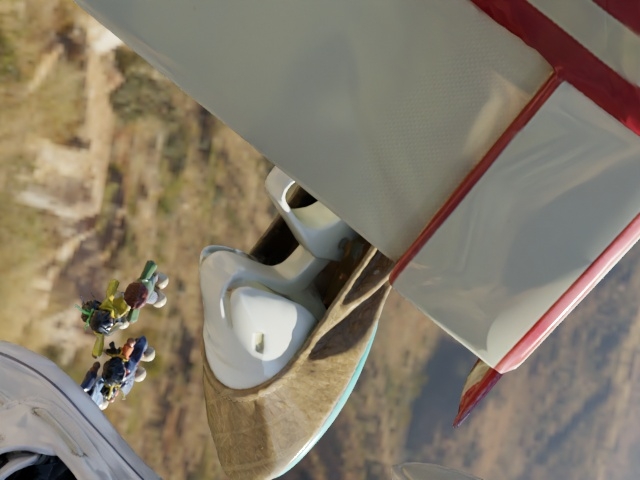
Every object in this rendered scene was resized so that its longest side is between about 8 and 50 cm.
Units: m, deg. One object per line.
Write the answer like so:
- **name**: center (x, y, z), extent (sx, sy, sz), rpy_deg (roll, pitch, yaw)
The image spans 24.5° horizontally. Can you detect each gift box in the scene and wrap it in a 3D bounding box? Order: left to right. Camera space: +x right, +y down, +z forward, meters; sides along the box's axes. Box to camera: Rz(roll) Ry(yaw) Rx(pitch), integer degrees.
- **gift box**: center (0.068, -0.118, 0.466), extent (0.255, 0.258, 0.276), rpy_deg (-54, 177, 38)

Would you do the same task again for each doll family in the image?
- **doll family**: center (-0.210, 0.109, 1.469), extent (0.111, 0.076, 0.193), rpy_deg (-37, 137, -83)

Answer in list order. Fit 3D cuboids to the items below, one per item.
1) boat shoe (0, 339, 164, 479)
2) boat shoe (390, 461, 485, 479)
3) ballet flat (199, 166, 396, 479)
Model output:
- **boat shoe**: center (-0.174, 0.145, 0.883), extent (0.096, 0.267, 0.088), rpy_deg (-58, 152, 13)
- **boat shoe**: center (0.068, 0.124, 0.559), extent (0.046, 0.125, 0.038), rpy_deg (-3, 112, -41)
- **ballet flat**: center (0.000, 0.000, 0.927), extent (0.124, 0.116, 0.342), rpy_deg (23, 106, -47)
